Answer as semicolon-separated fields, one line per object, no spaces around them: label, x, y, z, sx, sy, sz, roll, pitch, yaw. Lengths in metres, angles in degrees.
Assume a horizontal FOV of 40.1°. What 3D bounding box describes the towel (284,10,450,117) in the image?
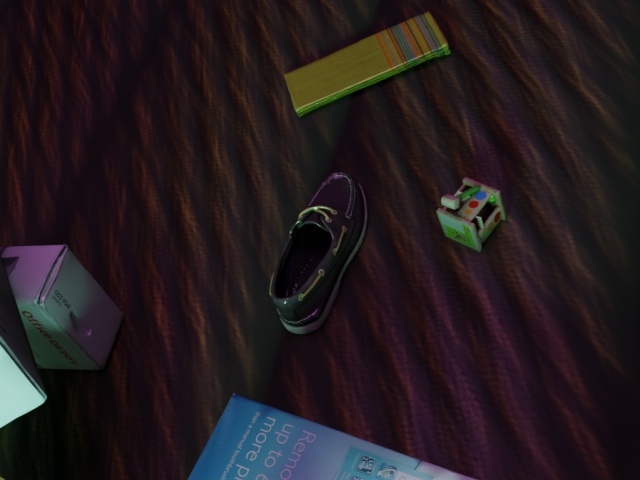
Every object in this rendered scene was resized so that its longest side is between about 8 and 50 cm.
towel;0.065;-0.257;1.274;0.237;0.021;0.102;-22;44;7

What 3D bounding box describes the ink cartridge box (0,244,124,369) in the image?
ink cartridge box;-0.384;0.086;1.104;0.217;0.159;0.092;0;52;22

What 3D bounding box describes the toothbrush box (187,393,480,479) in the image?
toothbrush box;0.009;0.298;0.801;0.295;0.126;0.216;15;63;29

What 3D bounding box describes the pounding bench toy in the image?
pounding bench toy;0.175;-0.042;1.018;0.052;0.083;0.065;28;69;36

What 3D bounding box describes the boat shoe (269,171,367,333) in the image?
boat shoe;0.000;0.000;1.068;0.081;0.069;0.228;3;56;24

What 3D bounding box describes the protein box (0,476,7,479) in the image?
protein box;-0.295;0.327;0.854;0.199;0.201;0.136;15;61;31

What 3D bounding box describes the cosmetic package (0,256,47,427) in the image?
cosmetic package;-0.441;0.056;0.920;0.197;0.155;0.365;-29;40;-9
